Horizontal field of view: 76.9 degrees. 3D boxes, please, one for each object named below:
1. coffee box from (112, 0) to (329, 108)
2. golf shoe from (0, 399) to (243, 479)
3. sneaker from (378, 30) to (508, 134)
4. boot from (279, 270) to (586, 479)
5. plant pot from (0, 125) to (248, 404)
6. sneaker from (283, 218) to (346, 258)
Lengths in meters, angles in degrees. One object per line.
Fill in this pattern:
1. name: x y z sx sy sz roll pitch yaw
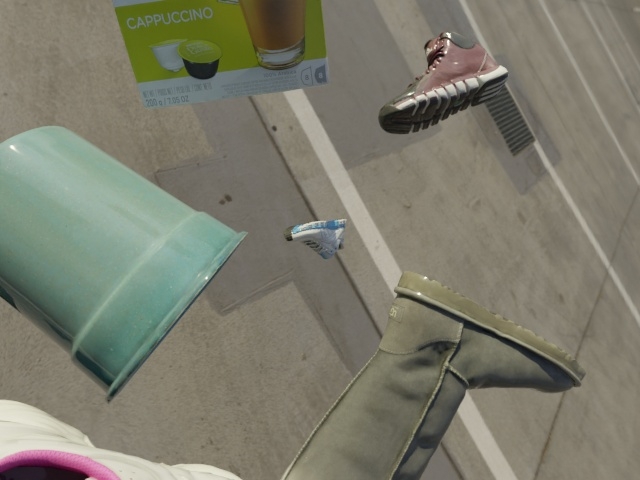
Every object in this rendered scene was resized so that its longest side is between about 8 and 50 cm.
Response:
1. coffee box: -0.179 -0.468 0.783 0.338 0.338 0.334 -99 -179 -64
2. golf shoe: -0.136 0.216 0.288 0.306 0.140 0.115 32 61 -23
3. sneaker: 0.221 -0.329 0.821 0.281 0.106 0.162 -21 73 -10
4. boot: 0.091 0.152 0.327 0.190 0.076 0.208 26 82 -2
5. plant pot: -0.356 0.020 0.656 0.334 0.341 0.341 38 51 -8
6. sneaker: 0.000 0.000 0.832 0.191 0.071 0.082 -8 92 -52
